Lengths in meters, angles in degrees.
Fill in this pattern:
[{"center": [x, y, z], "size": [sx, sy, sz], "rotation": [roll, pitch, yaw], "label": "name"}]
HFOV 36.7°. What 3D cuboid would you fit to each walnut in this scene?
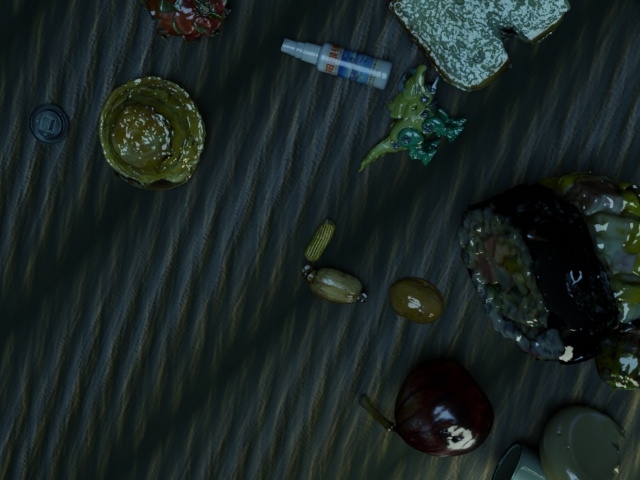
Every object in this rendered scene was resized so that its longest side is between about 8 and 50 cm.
[{"center": [0.197, 0.127, 1.971], "size": [0.121, 0.052, 0.091], "rotation": [24, 102, -2], "label": "walnut"}]

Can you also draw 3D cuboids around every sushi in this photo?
[{"center": [0.452, 0.033, 1.812], "size": [0.285, 0.328, 0.328], "rotation": [-25, 92, -18], "label": "sushi"}]

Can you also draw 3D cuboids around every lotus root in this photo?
[{"center": [0.026, 0.090, 1.977], "size": [0.151, 0.063, 0.072], "rotation": [24, 132, -6], "label": "lotus root"}]

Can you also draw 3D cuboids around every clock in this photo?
[{"center": [-0.559, -0.240, 1.989], "size": [0.085, 0.017, 0.085], "rotation": [1, 103, 6], "label": "clock"}]

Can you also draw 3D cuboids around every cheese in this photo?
[{"center": [0.523, 0.437, 1.942], "size": [0.175, 0.203, 0.091], "rotation": [26, 142, -5], "label": "cheese"}]

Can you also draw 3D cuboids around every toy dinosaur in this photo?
[{"center": [0.173, -0.209, 1.878], "size": [0.153, 0.094, 0.259], "rotation": [35, 120, -2], "label": "toy dinosaur"}]

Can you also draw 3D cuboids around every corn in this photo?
[{"center": [0.000, 0.000, 1.971], "size": [0.037, 0.037, 0.092], "rotation": [29, 106, -1], "label": "corn"}]

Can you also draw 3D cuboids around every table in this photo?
[{"center": [0.475, 0.527, 1.997], "size": [0.220, 0.126, 0.126], "rotation": [31, 105, -2], "label": "table"}]

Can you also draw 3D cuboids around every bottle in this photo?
[{"center": [0.030, -0.349, 1.874], "size": [0.217, 0.060, 0.060], "rotation": [17, 105, 4], "label": "bottle"}]

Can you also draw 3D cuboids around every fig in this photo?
[{"center": [0.219, 0.365, 1.965], "size": [0.249, 0.186, 0.204], "rotation": [-35, 116, 21], "label": "fig"}]

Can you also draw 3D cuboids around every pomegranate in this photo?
[{"center": [0.616, 0.220, 1.906], "size": [0.138, 0.125, 0.163], "rotation": [18, 104, 15], "label": "pomegranate"}]

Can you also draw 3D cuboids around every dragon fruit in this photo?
[{"center": [-0.280, -0.453, 1.858], "size": [0.235, 0.135, 0.137], "rotation": [10, 105, 26], "label": "dragon fruit"}]

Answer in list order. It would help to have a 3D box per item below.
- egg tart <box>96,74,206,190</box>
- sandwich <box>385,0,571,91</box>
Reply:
[{"center": [-0.344, -0.210, 1.930], "size": [0.240, 0.106, 0.241], "rotation": [3, 106, 10], "label": "egg tart"}, {"center": [0.299, -0.434, 1.803], "size": [0.273, 0.095, 0.249], "rotation": [-40, 100, 13], "label": "sandwich"}]
